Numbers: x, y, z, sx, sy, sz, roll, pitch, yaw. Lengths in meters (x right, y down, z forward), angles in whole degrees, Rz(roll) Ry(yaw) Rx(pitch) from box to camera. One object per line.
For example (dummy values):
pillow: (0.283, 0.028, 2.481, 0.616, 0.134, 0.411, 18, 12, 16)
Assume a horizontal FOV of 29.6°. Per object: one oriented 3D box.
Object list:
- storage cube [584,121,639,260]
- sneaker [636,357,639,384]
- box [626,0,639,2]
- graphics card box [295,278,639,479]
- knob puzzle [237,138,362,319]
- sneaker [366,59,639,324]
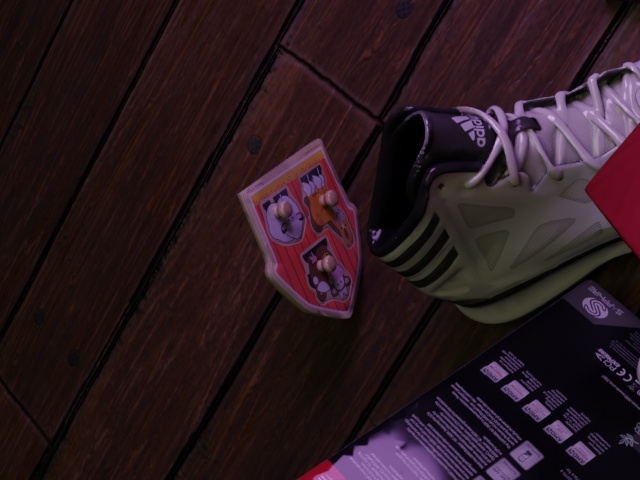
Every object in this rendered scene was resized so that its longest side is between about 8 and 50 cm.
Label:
storage cube: (0.363, -0.035, 0.991, 0.183, 0.215, 0.193, -56, 14, 16)
sneaker: (0.346, 0.143, 1.006, 0.217, 0.079, 0.121, 53, 160, 34)
box: (0.413, -0.317, 1.150, 0.293, 0.057, 0.201, 18, 96, 38)
graphics card box: (0.189, 0.215, 1.095, 0.371, 0.094, 0.233, -33, 54, -20)
knob puzzle: (0.000, 0.000, 1.363, 0.030, 0.213, 0.213, -14, 76, 36)
sneaker: (0.227, -0.079, 1.126, 0.447, 0.257, 0.169, -38, 51, 29)
